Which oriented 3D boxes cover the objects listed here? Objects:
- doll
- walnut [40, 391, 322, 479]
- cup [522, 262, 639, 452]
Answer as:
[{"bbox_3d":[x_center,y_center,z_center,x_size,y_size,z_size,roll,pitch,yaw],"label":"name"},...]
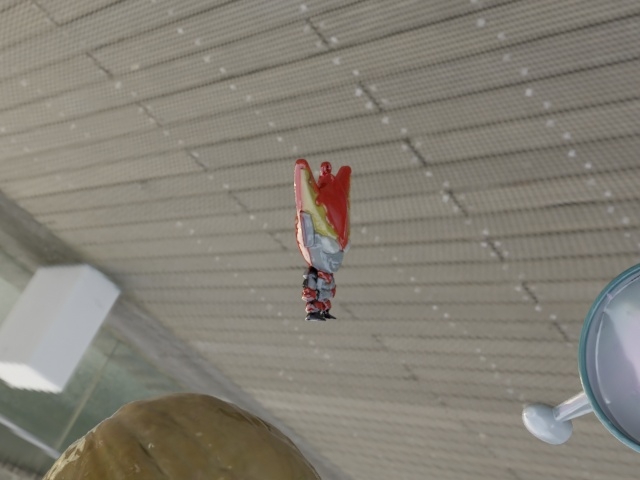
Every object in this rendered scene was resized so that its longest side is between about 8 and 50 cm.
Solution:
[{"bbox_3d":[0.000,0.000,1.013,0.057,0.169,0.109,9,-176,29],"label":"doll"},{"bbox_3d":[-0.116,0.297,0.846,0.313,0.277,0.252,51,140,18],"label":"walnut"},{"bbox_3d":[0.322,0.118,0.812,0.299,0.168,0.173,-24,149,23],"label":"cup"}]
